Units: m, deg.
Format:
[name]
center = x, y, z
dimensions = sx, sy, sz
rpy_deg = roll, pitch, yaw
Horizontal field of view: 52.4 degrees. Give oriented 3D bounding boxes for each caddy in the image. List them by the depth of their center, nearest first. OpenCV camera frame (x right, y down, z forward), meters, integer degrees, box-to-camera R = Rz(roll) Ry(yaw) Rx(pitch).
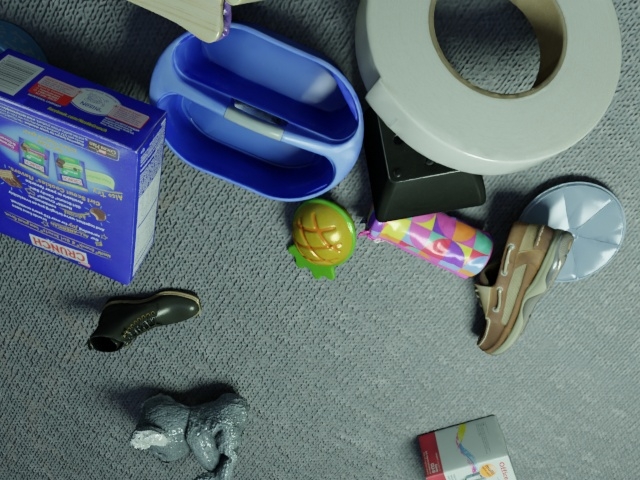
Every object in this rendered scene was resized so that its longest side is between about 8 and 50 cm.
[caddy]
center = -0.097, -0.208, 1.040
dimensions = 0.341, 0.179, 0.241
rpy_deg = 21, 115, -9

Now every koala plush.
[koala plush]
center = -0.274, 0.392, 1.336
dimensions = 0.221, 0.196, 0.203
rpy_deg = 15, 103, -5

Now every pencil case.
[pencil case]
center = 0.188, -0.010, 1.170
dimensions = 0.236, 0.104, 0.104
rpy_deg = 21, 114, -8

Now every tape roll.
[tape roll]
center = 0.240, -0.288, 0.932
dimensions = 0.391, 0.072, 0.392
rpy_deg = 2, 80, -11

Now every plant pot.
[plant pot]
center = 0.163, -0.146, 1.028
dimensions = 0.187, 0.167, 0.188
rpy_deg = -10, 81, 6

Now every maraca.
[maraca]
center = 0.000, 0.000, 1.183
dimensions = 0.127, 0.099, 0.186
rpy_deg = 35, 136, 13

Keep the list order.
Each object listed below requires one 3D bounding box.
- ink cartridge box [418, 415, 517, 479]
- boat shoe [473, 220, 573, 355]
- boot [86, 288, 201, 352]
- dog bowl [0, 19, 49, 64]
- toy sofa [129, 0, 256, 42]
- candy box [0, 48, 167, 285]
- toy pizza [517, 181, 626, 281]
[ink cartridge box]
center = 0.318, 0.479, 1.383
dimensions = 0.176, 0.127, 0.128
rpy_deg = -20, 113, 10
[boat shoe]
center = 0.344, 0.085, 1.191
dimensions = 0.116, 0.123, 0.324
rpy_deg = 26, 133, 12
[boot]
center = -0.335, 0.163, 1.246
dimensions = 0.197, 0.137, 0.077
rpy_deg = -9, 115, 5
[dog bowl]
center = -0.599, -0.244, 1.095
dimensions = 0.297, 0.074, 0.166
rpy_deg = -29, 112, 15
[toy sofa]
center = -0.251, -0.430, 0.925
dimensions = 0.362, 0.150, 0.177
rpy_deg = 22, 115, 2
[candy box]
center = -0.401, -0.106, 1.054
dimensions = 0.268, 0.122, 0.317
rpy_deg = 22, 135, 0
[toy pizza]
center = 0.456, -0.016, 1.196
dimensions = 0.201, 0.032, 0.201
rpy_deg = 0, 115, 1
